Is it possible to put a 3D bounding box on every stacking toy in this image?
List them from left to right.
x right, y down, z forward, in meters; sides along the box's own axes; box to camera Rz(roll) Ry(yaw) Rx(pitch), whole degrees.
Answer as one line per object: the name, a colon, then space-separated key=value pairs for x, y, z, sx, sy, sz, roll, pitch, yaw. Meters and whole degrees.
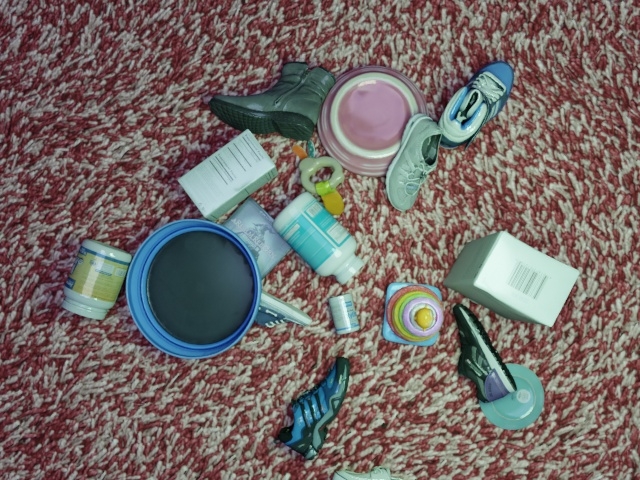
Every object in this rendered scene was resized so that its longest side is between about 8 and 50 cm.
stacking toy: x=0.264 y=0.199 z=1.668 sx=0.166 sy=0.302 sz=0.175 roll=7 pitch=85 yaw=2

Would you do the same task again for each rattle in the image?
rattle: x=0.000 y=-0.188 z=1.842 sx=0.130 sy=0.143 sz=0.200 roll=-50 pitch=50 yaw=4

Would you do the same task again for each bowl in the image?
bowl: x=-0.351 y=0.135 z=1.770 sx=0.391 sy=0.077 sz=0.390 roll=0 pitch=89 yaw=10

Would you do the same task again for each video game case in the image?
video game case: x=-0.229 y=0.036 z=1.829 sx=0.196 sy=0.026 sz=0.274 roll=43 pitch=88 yaw=4

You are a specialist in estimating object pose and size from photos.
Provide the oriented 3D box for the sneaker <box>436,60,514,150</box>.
sneaker: x=0.450 y=-0.397 z=1.743 sx=0.130 sy=0.236 sz=0.323 roll=41 pitch=88 yaw=4

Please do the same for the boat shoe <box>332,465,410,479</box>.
boat shoe: x=0.168 y=0.672 z=1.739 sx=0.268 sy=0.096 sz=0.088 roll=18 pitch=82 yaw=1

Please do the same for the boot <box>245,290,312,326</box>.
boot: x=-0.122 y=0.217 z=1.798 sx=0.190 sy=0.069 sz=0.086 roll=27 pitch=94 yaw=11

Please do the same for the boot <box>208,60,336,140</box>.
boot: x=-0.138 y=-0.423 z=1.829 sx=0.338 sy=0.118 sz=0.222 roll=15 pitch=70 yaw=12

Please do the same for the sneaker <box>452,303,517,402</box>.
sneaker: x=0.424 y=0.319 z=1.758 sx=0.124 sy=0.107 sz=0.283 roll=-32 pitch=75 yaw=17

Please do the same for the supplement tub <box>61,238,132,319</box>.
supplement tub: x=-0.633 y=0.109 z=1.769 sx=0.144 sy=0.144 sz=0.199 roll=20 pitch=86 yaw=2

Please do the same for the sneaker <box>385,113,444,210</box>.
sneaker: x=0.264 y=-0.206 z=1.749 sx=0.105 sy=0.115 sz=0.281 roll=-3 pitch=118 yaw=-30

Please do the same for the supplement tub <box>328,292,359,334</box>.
supplement tub: x=0.067 y=0.210 z=1.787 sx=0.071 sy=0.071 sz=0.107 roll=-14 pitch=87 yaw=0

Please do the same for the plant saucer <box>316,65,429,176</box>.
plant saucer: x=0.154 y=-0.353 z=1.822 sx=0.332 sy=0.084 sz=0.332 roll=0 pitch=86 yaw=2

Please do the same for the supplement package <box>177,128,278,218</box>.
supplement package: x=-0.258 y=-0.182 z=1.788 sx=0.244 sy=0.139 sz=0.133 roll=-37 pitch=87 yaw=-3

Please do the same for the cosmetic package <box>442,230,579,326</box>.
cosmetic package: x=0.478 y=0.102 z=1.632 sx=0.217 sy=0.385 sz=0.156 roll=29 pitch=88 yaw=1

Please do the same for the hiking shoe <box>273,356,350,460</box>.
hiking shoe: x=-0.014 y=0.455 z=1.747 sx=0.132 sy=0.113 sz=0.304 roll=24 pitch=86 yaw=2

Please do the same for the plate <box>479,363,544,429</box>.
plate: x=0.546 y=0.446 z=1.784 sx=0.188 sy=0.024 sz=0.188 roll=0 pitch=85 yaw=2

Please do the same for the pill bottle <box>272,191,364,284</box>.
pill bottle: x=0.000 y=0.000 z=1.763 sx=0.146 sy=0.146 sz=0.264 roll=-44 pitch=89 yaw=-2
